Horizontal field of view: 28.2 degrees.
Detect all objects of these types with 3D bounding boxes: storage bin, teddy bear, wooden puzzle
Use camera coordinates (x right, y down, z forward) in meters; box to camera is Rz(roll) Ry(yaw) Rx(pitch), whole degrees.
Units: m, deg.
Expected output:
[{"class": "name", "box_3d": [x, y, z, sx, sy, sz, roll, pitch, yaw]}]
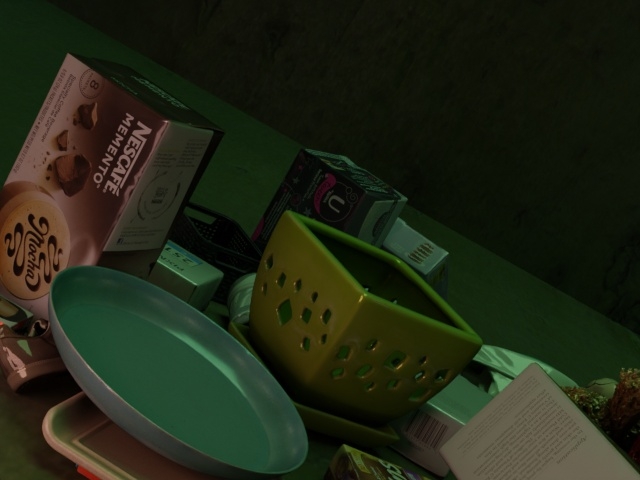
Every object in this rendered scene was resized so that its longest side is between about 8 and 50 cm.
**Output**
[{"class": "storage bin", "box_3d": [-0.171, 0.017, 1.942, 0.122, 0.084, 0.180, 22, 15, -30]}, {"class": "teddy bear", "box_3d": [0.363, 0.259, 1.858, 0.338, 0.245, 0.113, -10, 58, -29]}, {"class": "wooden puzzle", "box_3d": [-0.142, 0.229, 1.255, 0.239, 0.044, 0.221, 35, 12, 7]}]

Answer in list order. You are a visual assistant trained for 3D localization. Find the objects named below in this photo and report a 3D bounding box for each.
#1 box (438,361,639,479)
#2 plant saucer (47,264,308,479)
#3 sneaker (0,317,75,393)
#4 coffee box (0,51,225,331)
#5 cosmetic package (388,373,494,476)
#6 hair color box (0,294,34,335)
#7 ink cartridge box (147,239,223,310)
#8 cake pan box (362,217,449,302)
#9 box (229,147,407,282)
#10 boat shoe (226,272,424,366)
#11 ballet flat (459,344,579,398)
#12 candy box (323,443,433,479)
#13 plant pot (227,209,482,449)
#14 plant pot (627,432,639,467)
[{"class": "box", "box_3d": [0.313, 0.328, 1.452, 0.215, 0.168, 0.345, 44, 5, -27]}, {"class": "plant saucer", "box_3d": [-0.152, 0.142, 1.318, 0.318, 0.043, 0.317, 34, 15, -10]}, {"class": "sneaker", "box_3d": [-0.265, 0.109, 1.339, 0.071, 0.066, 0.188, 61, 22, 12]}, {"class": "coffee box", "box_3d": [-0.262, -0.042, 1.461, 0.168, 0.297, 0.119, 35, 14, 25]}, {"class": "cosmetic package", "box_3d": [0.162, 0.244, 1.783, 0.117, 0.085, 0.231, 31, 10, 12]}, {"class": "hair color box", "box_3d": [-0.382, 0.066, 1.347, 0.141, 0.043, 0.072, 31, 11, 3]}, {"class": "ink cartridge box", "box_3d": [-0.300, 0.011, 1.715, 0.296, 0.066, 0.261, 31, 11, 7]}, {"class": "cake pan box", "box_3d": [0.100, 0.043, 2.170, 0.267, 0.070, 0.245, 37, -30, 26]}, {"class": "box", "box_3d": [0.000, 0.000, 2.011, 0.142, 0.247, 0.163, 36, 14, 25]}, {"class": "boat shoe", "box_3d": [0.023, 0.129, 1.824, 0.321, 0.118, 0.103, 14, 29, -13]}, {"class": "ballet flat", "box_3d": [0.216, 0.218, 1.967, 0.400, 0.139, 0.139, 25, 12, -1]}, {"class": "candy box", "box_3d": [0.103, 0.308, 1.455, 0.187, 0.053, 0.109, 24, 13, -19]}, {"class": "plant pot", "box_3d": [0.029, 0.126, 1.634, 0.227, 0.207, 0.228, 24, 14, -38]}, {"class": "plant pot", "box_3d": [0.504, 0.375, 1.809, 0.191, 0.174, 0.191, 27, 13, -7]}]
